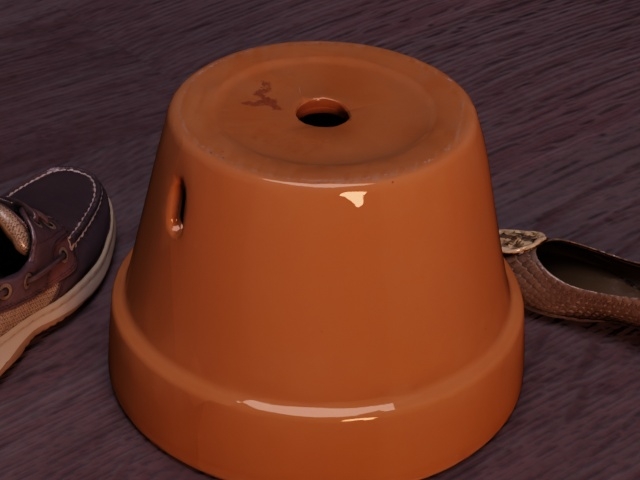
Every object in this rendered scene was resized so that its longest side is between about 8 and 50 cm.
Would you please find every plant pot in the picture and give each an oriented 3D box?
[{"bbox_3d":[0.000,0.000,1.142,0.291,0.203,0.291,1,34,-1],"label":"plant pot"}]

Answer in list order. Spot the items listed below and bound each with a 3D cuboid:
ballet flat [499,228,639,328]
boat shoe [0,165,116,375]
[{"bbox_3d":[0.222,0.033,1.230,0.250,0.058,0.084,22,37,28],"label":"ballet flat"},{"bbox_3d":[-0.228,0.014,1.211,0.103,0.092,0.285,14,35,18],"label":"boat shoe"}]
